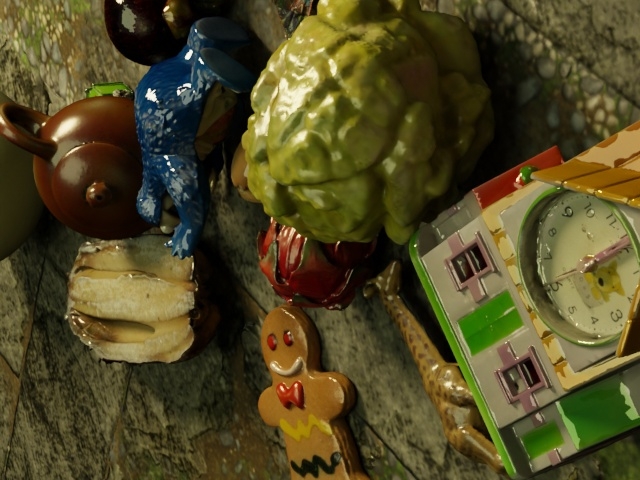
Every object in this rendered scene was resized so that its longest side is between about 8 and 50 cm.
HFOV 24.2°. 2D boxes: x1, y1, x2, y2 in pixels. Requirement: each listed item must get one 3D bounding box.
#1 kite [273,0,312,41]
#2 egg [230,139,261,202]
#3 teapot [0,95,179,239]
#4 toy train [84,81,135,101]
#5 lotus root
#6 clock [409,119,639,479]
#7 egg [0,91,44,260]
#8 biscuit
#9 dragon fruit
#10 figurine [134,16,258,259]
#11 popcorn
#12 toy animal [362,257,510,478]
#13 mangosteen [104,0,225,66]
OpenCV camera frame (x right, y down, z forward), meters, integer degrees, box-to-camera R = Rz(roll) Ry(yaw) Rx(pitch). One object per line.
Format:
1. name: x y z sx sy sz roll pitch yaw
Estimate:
1. kite: -0.043 -0.299 1.556 0.189 0.009 0.232 -17 86 54
2. egg: -0.059 -0.081 1.596 0.071 0.071 0.083 28 111 45
3. teapot: -0.268 -0.086 1.743 0.178 0.252 0.135 -56 15 19
4. toy train: -0.262 -0.100 1.861 0.081 0.060 0.202 43 132 46
5. lotus root: -0.216 0.075 1.849 0.329 0.078 0.167 4 88 53
6. clock: 0.235 0.023 1.172 0.309 0.166 0.235 -39 70 48
7. egg: -0.476 -0.085 2.006 0.219 0.219 0.269 41 146 37
8. biscuit: -0.017 0.194 1.657 0.165 0.036 0.250 -16 88 52
9. dragon fruit: 0.001 0.003 1.518 0.121 0.130 0.142 -117 20 -77
10. figurine: -0.154 -0.116 1.634 0.164 0.121 0.262 -93 22 -66
11. popcorn: 0.047 -0.109 1.348 0.212 0.259 0.259 38 133 7
12. toy animal: 0.133 0.127 1.431 0.275 0.054 0.149 33 123 43
13. mangosteen: -0.170 -0.256 1.650 0.140 0.140 0.140 20 116 48
